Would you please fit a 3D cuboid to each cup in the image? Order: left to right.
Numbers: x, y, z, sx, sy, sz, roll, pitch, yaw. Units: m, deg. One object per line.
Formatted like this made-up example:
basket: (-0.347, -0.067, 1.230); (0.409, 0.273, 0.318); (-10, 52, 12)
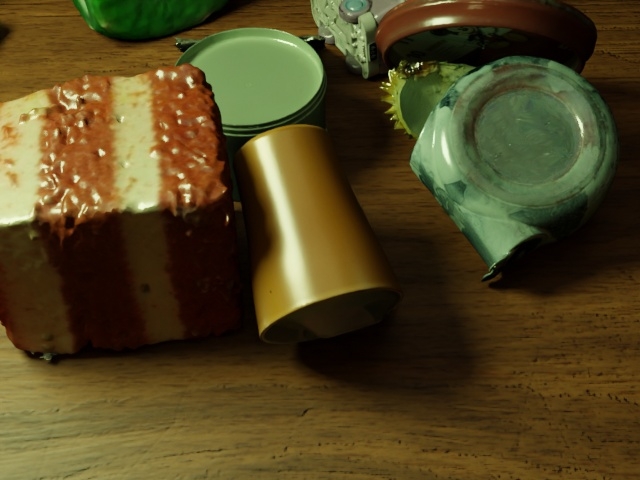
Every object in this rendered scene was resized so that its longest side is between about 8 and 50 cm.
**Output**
cup: (0.000, 0.000, 1.318); (0.226, 0.182, 0.264); (6, 61, -51)

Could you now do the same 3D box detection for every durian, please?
durian: (0.207, -0.214, 1.557); (0.252, 0.139, 0.144); (13, 41, -8)

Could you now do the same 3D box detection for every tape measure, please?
tape measure: (0.262, -0.112, 1.427); (0.275, 0.147, 0.256); (-33, 75, -11)

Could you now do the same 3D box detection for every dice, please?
dice: (-0.309, -0.538, 1.779); (0.297, 0.287, 0.300); (-24, 52, -17)

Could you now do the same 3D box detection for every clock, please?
clock: (0.239, -0.293, 1.527); (0.318, 0.318, 0.080); (5, 80, 7)

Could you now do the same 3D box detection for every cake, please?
cake: (-0.267, -0.037, 1.333); (0.319, 0.269, 0.270); (-7, 48, -5)

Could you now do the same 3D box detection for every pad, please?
pad: (-0.107, -0.309, 1.675); (0.233, 0.022, 0.174); (-2, 5, 1)

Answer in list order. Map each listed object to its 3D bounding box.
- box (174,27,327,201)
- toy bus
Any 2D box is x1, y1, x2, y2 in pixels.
box: (-0.101, -0.186, 1.542); (0.226, 0.149, 0.226); (-1, 48, 1)
toy bus: (0.075, -0.377, 1.715); (0.142, 0.142, 0.202); (-27, 53, -13)
